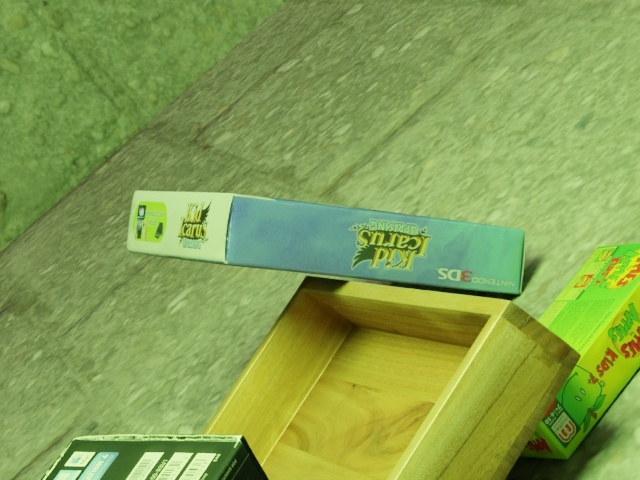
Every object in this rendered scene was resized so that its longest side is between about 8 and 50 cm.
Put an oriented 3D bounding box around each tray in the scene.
[{"bbox_3d":[0.027,0.137,1.414,0.203,0.076,0.411,-56,17,-10],"label":"tray"}]

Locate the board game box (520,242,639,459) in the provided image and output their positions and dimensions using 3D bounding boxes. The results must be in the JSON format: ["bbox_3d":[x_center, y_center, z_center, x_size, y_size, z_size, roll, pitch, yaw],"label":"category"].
[{"bbox_3d":[0.190,0.078,1.368,0.181,0.043,0.092,-48,19,-24],"label":"board game box"}]

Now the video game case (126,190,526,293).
[{"bbox_3d":[0.000,0.000,1.627,0.244,0.270,0.061,-174,90,-66],"label":"video game case"}]

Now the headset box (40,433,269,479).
[{"bbox_3d":[-0.085,0.291,1.037,0.131,0.283,0.246,-4,37,37],"label":"headset box"}]
